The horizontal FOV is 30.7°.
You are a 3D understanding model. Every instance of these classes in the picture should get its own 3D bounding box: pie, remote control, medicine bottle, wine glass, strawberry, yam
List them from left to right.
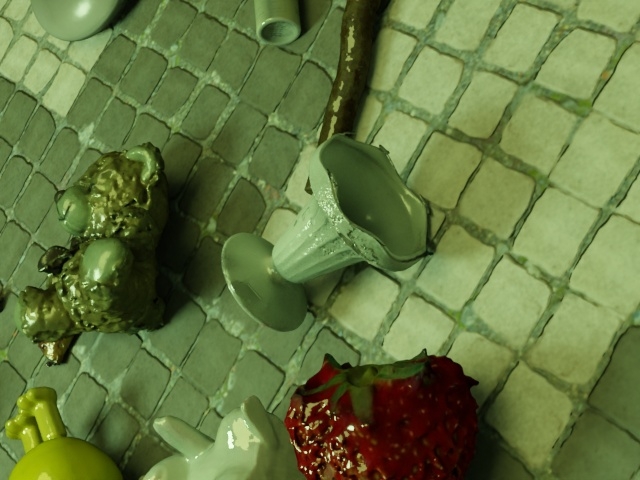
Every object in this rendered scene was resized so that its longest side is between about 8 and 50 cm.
[{"bbox_3d":[-0.351,0.091,1.609,0.092,0.034,0.170,28,91,39],"label":"pie"},{"bbox_3d":[-0.348,-0.466,1.780,0.221,0.103,0.332,27,98,40],"label":"remote control"},{"bbox_3d":[-0.063,-0.367,1.536,0.059,0.059,0.230,-23,58,32],"label":"medicine bottle"},{"bbox_3d":[0.000,0.000,1.263,0.196,0.165,0.165,-37,52,28],"label":"wine glass"},{"bbox_3d":[0.035,-0.210,1.396,0.045,0.045,0.326,-8,66,63],"label":"yam"},{"bbox_3d":[0.065,0.204,1.122,0.184,0.187,0.201,176,84,-81],"label":"strawberry"}]

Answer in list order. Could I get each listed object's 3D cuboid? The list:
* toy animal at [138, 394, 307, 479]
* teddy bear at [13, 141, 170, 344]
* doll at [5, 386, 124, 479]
[{"bbox_3d":[-0.141,0.277,1.274,0.282,0.138,0.140,-21,50,31],"label":"toy animal"},{"bbox_3d":[-0.271,-0.002,1.497,0.267,0.156,0.256,-25,56,47],"label":"teddy bear"},{"bbox_3d":[-0.291,0.355,1.387,0.199,0.145,0.363,-56,50,41],"label":"doll"}]
